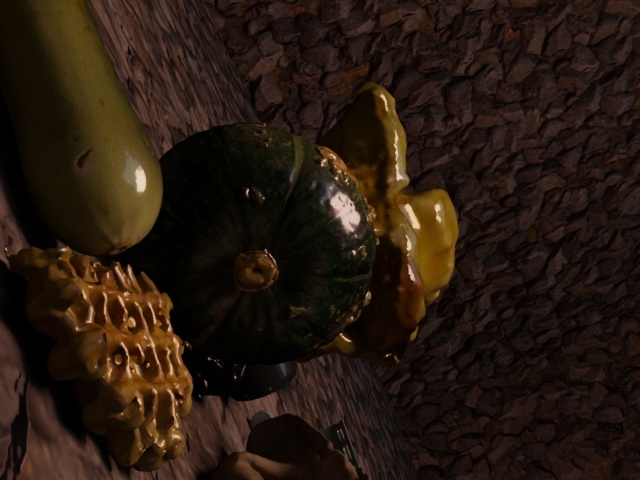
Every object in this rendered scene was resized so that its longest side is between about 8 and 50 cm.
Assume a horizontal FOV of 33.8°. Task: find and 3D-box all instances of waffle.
[{"bbox_3d":[-0.121,0.049,0.612,0.192,0.046,0.161,64,7,-46],"label":"waffle"}]

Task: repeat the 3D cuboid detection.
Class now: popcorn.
[{"bbox_3d":[0.005,-0.009,1.295,0.290,0.325,0.321,69,43,-76],"label":"popcorn"}]

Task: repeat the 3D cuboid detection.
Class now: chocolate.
[{"bbox_3d":[-0.099,0.058,0.876,0.070,0.072,0.147,-21,-100,53],"label":"chocolate"}]

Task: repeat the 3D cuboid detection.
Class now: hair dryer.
[{"bbox_3d":[-0.086,0.067,1.027,0.219,0.071,0.124,-135,-157,-75],"label":"hair dryer"}]

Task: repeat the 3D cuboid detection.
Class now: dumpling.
[{"bbox_3d":[-0.023,0.224,0.712,0.332,0.086,0.166,-109,-152,-47],"label":"dumpling"}]

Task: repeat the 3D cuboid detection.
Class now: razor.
[{"bbox_3d":[-0.022,0.221,1.112,0.232,0.068,0.106,50,16,-58],"label":"razor"}]

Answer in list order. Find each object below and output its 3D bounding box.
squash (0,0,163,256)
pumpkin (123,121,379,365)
[{"bbox_3d":[-0.164,-0.099,0.664,0.083,0.083,0.250,61,4,-64],"label":"squash"},{"bbox_3d":[-0.050,0.004,0.788,0.146,0.190,0.190,34,-28,58],"label":"pumpkin"}]
